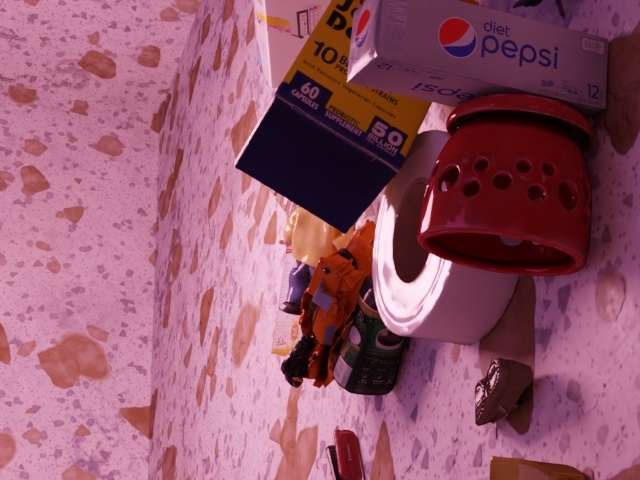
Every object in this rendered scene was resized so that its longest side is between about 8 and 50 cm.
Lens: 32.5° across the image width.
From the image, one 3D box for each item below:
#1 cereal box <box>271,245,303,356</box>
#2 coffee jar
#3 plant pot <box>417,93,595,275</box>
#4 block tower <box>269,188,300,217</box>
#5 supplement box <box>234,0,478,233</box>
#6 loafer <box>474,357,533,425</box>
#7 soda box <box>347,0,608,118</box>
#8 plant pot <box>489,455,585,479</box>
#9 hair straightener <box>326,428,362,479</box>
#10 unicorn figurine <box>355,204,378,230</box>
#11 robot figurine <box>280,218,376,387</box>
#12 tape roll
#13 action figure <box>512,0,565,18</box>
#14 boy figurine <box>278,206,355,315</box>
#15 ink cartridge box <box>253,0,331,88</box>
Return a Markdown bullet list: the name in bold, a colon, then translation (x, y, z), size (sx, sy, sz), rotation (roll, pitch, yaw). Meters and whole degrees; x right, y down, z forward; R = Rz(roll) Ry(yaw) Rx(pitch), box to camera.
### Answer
- **cereal box**: translation (-0.035, 0.108, 2.113), size (0.173, 0.047, 0.240), rotation (177, 102, -70)
- **coffee jar**: translation (0.087, 0.140, 1.657), size (0.079, 0.096, 0.184), rotation (54, 132, 54)
- **plant pot**: translation (0.213, -0.064, 1.240), size (0.191, 0.191, 0.174), rotation (154, 127, -68)
- **block tower**: translation (-0.038, -0.115, 2.166), size (0.335, 0.097, 0.091), rotation (-123, 45, -66)
- **supplement box**: translation (0.056, -0.226, 1.582), size (0.356, 0.194, 0.195), rotation (-63, 7, -34)
- **loafer**: translation (0.219, 0.187, 1.324), size (0.148, 0.050, 0.056), rotation (101, 174, -63)
- **soda box**: translation (0.180, -0.205, 1.250), size (0.098, 0.286, 0.091), rotation (152, 126, -68)
- **plant pot**: translation (0.239, 0.275, 1.177), size (0.083, 0.081, 0.081), rotation (-19, 62, 56)
- **hair straightener**: translation (0.046, 0.416, 1.746), size (0.230, 0.047, 0.089), rotation (-107, 31, -45)
- **unicorn figurine**: translation (0.077, -0.020, 1.847), size (0.162, 0.060, 0.111), rotation (12, 92, 55)
- **robot figurine**: translation (0.029, 0.117, 1.753), size (0.211, 0.085, 0.291), rotation (-38, -29, -44)
- **tape roll**: translation (0.168, -0.005, 1.486), size (0.286, 0.100, 0.286), rotation (-171, 90, -72)
- **action figure**: translation (0.259, -0.400, 1.352), size (0.164, 0.141, 0.275), rotation (-46, 35, 41)
- **boy figurine**: translation (0.000, 0.000, 1.962), size (0.177, 0.092, 0.285), rotation (14, 94, 38)
- **ink cartridge box**: translation (-0.037, -0.436, 2.096), size (0.171, 0.168, 0.232), rotation (-112, 16, -59)
